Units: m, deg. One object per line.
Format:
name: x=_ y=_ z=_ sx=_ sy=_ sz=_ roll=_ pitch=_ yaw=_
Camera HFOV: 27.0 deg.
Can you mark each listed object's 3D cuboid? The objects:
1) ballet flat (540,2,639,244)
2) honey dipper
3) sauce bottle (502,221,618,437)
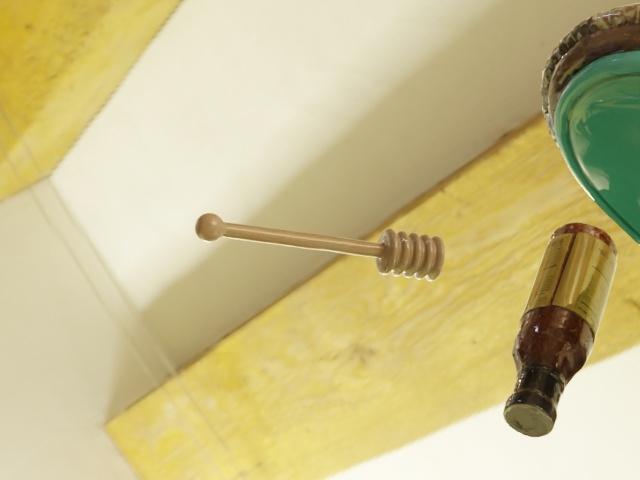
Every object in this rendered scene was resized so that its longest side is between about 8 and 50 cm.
ballet flat: x=0.327 y=0.010 z=0.639 sx=0.483 sy=0.182 sz=0.164 roll=34 pitch=-35 yaw=-2
honey dipper: x=0.000 y=0.000 z=0.832 sx=0.030 sy=0.161 sz=0.030 roll=-171 pitch=-90 yaw=-70
sauce bottle: x=0.123 y=0.046 z=0.696 sx=0.042 sy=0.128 sz=0.042 roll=17 pitch=-40 yaw=15
